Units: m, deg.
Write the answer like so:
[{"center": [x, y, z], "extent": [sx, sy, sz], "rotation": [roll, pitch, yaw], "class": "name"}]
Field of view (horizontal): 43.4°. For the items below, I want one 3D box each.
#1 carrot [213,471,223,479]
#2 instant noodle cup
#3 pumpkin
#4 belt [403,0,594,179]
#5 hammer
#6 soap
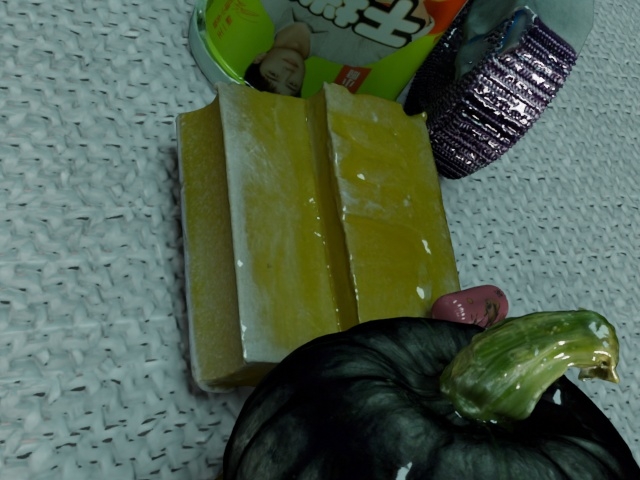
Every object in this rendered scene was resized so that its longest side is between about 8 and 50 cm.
[{"center": [-0.086, 0.239, 0.597], "extent": [0.070, 0.070, 0.260], "rotation": [45, 46, 0], "class": "carrot"}, {"center": [0.046, -0.297, 0.860], "extent": [0.294, 0.308, 0.294], "rotation": [17, 53, -24], "class": "instant noodle cup"}, {"center": [0.081, 0.150, 0.525], "extent": [0.295, 0.296, 0.296], "rotation": [16, 54, -24], "class": "pumpkin"}, {"center": [0.210, -0.231, 0.954], "extent": [0.122, 0.260, 0.325], "rotation": [30, 59, -11], "class": "belt"}, {"center": [0.132, 0.063, 0.710], "extent": [0.083, 0.043, 0.043], "rotation": [-8, 66, -46], "class": "hammer"}, {"center": [0.000, 0.000, 0.763], "extent": [0.259, 0.143, 0.281], "rotation": [6, 64, -30], "class": "soap"}]
